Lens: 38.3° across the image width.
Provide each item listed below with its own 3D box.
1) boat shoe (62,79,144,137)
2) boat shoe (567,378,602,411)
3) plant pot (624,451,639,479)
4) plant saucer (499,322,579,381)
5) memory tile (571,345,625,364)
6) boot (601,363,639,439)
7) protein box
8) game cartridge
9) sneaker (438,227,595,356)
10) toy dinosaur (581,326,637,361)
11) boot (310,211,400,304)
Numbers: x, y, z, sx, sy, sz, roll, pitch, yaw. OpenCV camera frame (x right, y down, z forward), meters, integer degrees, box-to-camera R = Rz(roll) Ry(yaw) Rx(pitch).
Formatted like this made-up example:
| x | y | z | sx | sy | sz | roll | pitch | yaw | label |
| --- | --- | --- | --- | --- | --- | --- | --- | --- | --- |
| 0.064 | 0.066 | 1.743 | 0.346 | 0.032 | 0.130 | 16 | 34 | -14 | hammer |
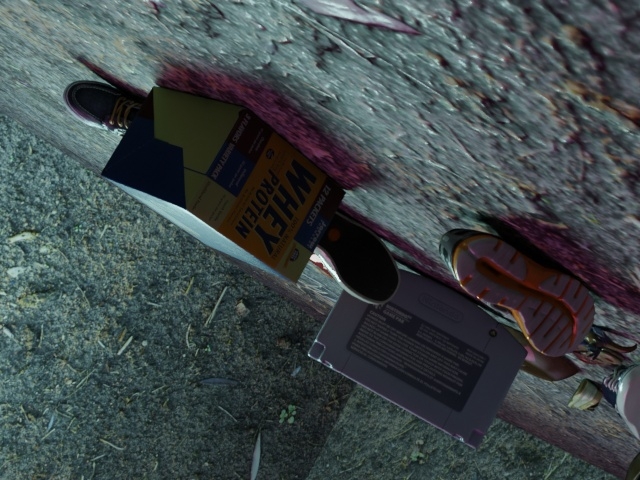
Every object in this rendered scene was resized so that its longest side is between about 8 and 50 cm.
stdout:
| x | y | z | sx | sy | sz | roll | pitch | yaw | label |
| --- | --- | --- | --- | --- | --- | --- | --- | --- | --- |
| -0.269 | -0.176 | 1.288 | 0.183 | 0.065 | 0.083 | 24 | 174 | -17 | boat shoe |
| 0.462 | 0.276 | 1.600 | 0.045 | 0.050 | 0.135 | 32 | 173 | 18 | boat shoe |
| 0.630 | 0.446 | 1.633 | 0.215 | 0.215 | 0.230 | 28 | -174 | 6 | plant pot |
| 0.335 | 0.188 | 1.550 | 0.198 | 0.036 | 0.198 | 29 | 172 | 4 | plant saucer |
| 0.354 | 0.145 | 1.290 | 0.113 | 0.012 | 0.148 | 29 | 173 | 3 | memory tile |
| 0.417 | 0.204 | 1.262 | 0.086 | 0.069 | 0.190 | 51 | 174 | 41 | boot |
| -0.120 | -0.070 | 1.145 | 0.199 | 0.136 | 0.201 | 21 | 168 | 45 | protein box |
| 0.155 | 0.163 | 1.423 | 0.297 | 0.198 | 0.062 | 29 | 172 | 8 | game cartridge |
| 0.211 | 0.048 | 0.981 | 0.215 | 0.084 | 0.083 | 37 | -177 | -27 | sneaker |
| 0.331 | 0.123 | 1.140 | 0.090 | 0.047 | 0.082 | 19 | -169 | -2 | toy dinosaur |
| 0.000 | 0.000 | 1.374 | 0.244 | 0.088 | 0.176 | 41 | 169 | -19 | boot |
